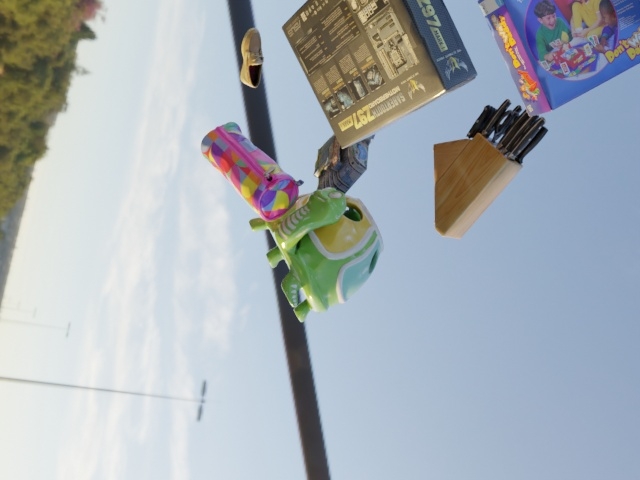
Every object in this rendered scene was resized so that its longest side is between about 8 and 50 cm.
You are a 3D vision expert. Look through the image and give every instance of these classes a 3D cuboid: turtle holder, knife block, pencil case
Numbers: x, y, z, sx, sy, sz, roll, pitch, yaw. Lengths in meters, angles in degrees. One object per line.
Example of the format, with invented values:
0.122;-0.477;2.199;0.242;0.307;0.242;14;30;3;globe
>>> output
-0.005;-0.006;1.415;0.243;0.228;0.320;58;-7;51;turtle holder
0.361;-0.147;1.447;0.242;0.088;0.275;-3;-96;38;knife block
-0.134;-0.136;1.310;0.236;0.104;0.104;42;-62;37;pencil case

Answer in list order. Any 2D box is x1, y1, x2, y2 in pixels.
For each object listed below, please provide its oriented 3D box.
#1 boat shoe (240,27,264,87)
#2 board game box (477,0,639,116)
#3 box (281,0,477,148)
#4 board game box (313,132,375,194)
-0.147;-0.406;1.545;0.045;0.050;0.135;42;-38;32;boat shoe
0.491;-0.408;1.253;0.233;0.347;0.078;63;-11;-8;board game box
0.061;-0.230;0.834;0.183;0.059;0.233;63;-28;-4;box
0.057;-0.195;1.523;0.194;0.060;0.194;-49;-159;38;board game box
